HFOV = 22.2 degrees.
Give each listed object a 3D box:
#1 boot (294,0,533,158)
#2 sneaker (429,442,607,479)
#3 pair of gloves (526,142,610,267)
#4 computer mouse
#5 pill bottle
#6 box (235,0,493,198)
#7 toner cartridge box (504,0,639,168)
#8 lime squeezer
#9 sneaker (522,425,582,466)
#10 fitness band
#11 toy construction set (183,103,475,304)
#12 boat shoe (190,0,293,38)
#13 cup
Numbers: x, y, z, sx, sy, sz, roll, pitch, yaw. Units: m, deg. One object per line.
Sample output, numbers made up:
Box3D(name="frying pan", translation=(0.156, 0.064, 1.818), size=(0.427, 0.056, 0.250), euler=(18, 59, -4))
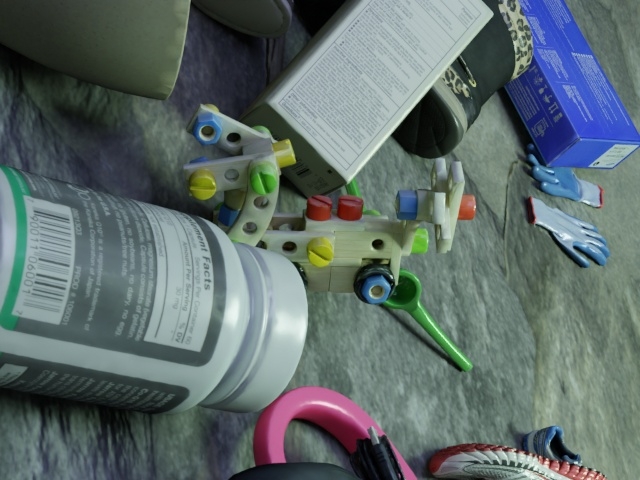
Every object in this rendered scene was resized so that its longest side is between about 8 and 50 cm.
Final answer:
Box3D(name="boot", translation=(0.131, -0.323, 2.241), size=(0.377, 0.138, 0.284), euler=(54, 43, -2))
Box3D(name="sneaker", translation=(0.231, 0.293, 1.907), size=(0.225, 0.088, 0.093), euler=(17, 80, -17))
Box3D(name="pair of gloves", translation=(0.359, -0.051, 2.358), size=(0.159, 0.023, 0.198), euler=(27, 44, -27))
Box3D(name="computer mouse", translation=(0.013, 0.272, 1.638), size=(0.272, 0.072, 0.188), euler=(7, 56, -45))
Box3D(name="pill bottle", translation=(-0.203, 0.058, 1.574), size=(0.361, 0.204, 0.204), euler=(16, 50, -37))
Box3D(name="box", translation=(0.055, -0.212, 2.002), size=(0.148, 0.121, 0.311), euler=(46, 67, -9))
Box3D(name="toner cartridge box", translation=(0.338, -0.269, 2.449), size=(0.165, 0.075, 0.348), euler=(1, 56, -45))
Box3D(name="lime squeezer", translation=(0.083, 0.036, 2.005), size=(0.310, 0.059, 0.110), euler=(58, 3, 9))
Box3D(name="sneaker", translation=(0.296, 0.289, 2.000), size=(0.052, 0.058, 0.135), euler=(-2, 63, -45))
Box3D(name="fitness band", translation=(0.033, 0.290, 1.745), size=(0.291, 0.054, 0.209), euler=(56, 38, 4))
Box3D(name="toy construction set", translation=(0.007, -0.033, 1.817), size=(0.327, 0.215, 0.151), euler=(8, 26, 6))
Box3D(name="boat shoe", translation=(-0.158, -0.381, 2.039), size=(0.324, 0.116, 0.097), euler=(35, 44, -10))
Box3D(name="cup", translation=(-0.275, -0.323, 1.755), size=(0.237, 0.331, 0.331), euler=(2, 56, -14))
